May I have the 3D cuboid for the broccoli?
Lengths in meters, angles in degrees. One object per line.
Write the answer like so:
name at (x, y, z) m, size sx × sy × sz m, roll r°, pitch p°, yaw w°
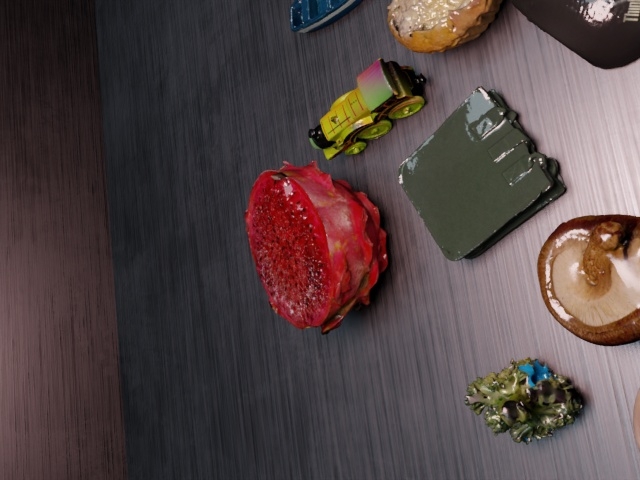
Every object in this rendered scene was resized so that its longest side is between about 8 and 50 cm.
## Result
broccoli at (0.334, 0.271, 0.941) m, size 0.167 × 0.160 × 0.154 m, roll 35°, pitch 98°, yaw 23°

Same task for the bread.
bread at (0.245, -0.484, 1.067) m, size 0.274 × 0.149 × 0.274 m, roll -10°, pitch 77°, yaw 52°

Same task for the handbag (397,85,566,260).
handbag at (0.291, -0.121, 1.060) m, size 0.260 × 0.079 × 0.247 m, roll -46°, pitch 58°, yaw 37°

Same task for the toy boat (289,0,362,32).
toy boat at (0.037, -0.591, 1.367) m, size 0.299 × 0.061 × 0.096 m, roll -10°, pitch 81°, yaw 49°

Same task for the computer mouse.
computer mouse at (0.425, -0.401, 0.900) m, size 0.170 × 0.100 × 0.269 m, roll -54°, pitch 52°, yaw 30°

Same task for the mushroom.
mushroom at (0.447, 0.056, 0.851) m, size 0.231 × 0.138 × 0.194 m, roll 25°, pitch 121°, yaw 57°

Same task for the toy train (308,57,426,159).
toy train at (0.091, -0.277, 1.228) m, size 0.296 × 0.160 × 0.100 m, roll -32°, pitch 72°, yaw 43°

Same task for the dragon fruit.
dragon fruit at (0.000, 0.000, 1.266) m, size 0.386 × 0.249 × 0.371 m, roll 37°, pitch 132°, yaw 46°

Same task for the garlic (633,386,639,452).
garlic at (0.551, 0.252, 0.716) m, size 0.279 × 0.132 × 0.325 m, roll -42°, pitch 62°, yaw 39°
